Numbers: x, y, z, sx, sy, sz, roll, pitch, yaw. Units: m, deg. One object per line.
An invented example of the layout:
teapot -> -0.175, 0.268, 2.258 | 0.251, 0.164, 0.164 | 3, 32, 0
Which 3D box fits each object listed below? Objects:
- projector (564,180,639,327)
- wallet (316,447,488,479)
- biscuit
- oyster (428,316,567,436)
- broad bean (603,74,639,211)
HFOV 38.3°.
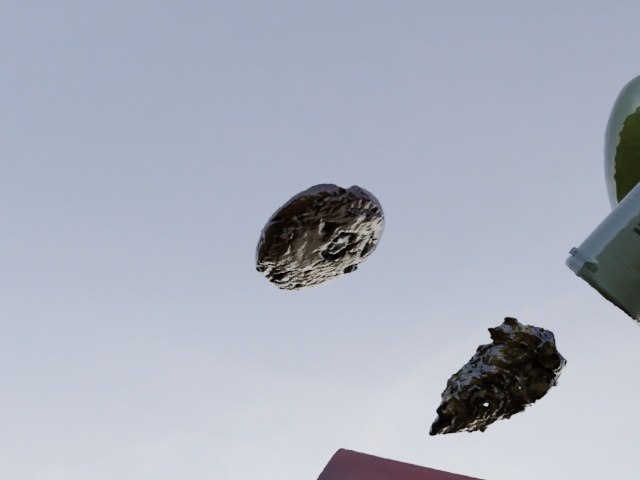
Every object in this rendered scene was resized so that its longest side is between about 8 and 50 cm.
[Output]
projector -> 0.391, -0.067, 0.896 | 0.108, 0.108, 0.337 | 40, -83, -11
wallet -> 0.079, 0.218, 0.626 | 0.204, 0.142, 0.045 | 6, -50, 26
biscuit -> 0.000, 0.000, 1.210 | 0.192, 0.049, 0.192 | -16, -39, -13
oyster -> 0.156, 0.130, 0.805 | 0.086, 0.029, 0.132 | 29, -87, 11
broad bean -> 0.443, -0.071, 1.143 | 0.119, 0.238, 0.291 | -6, -57, 46
